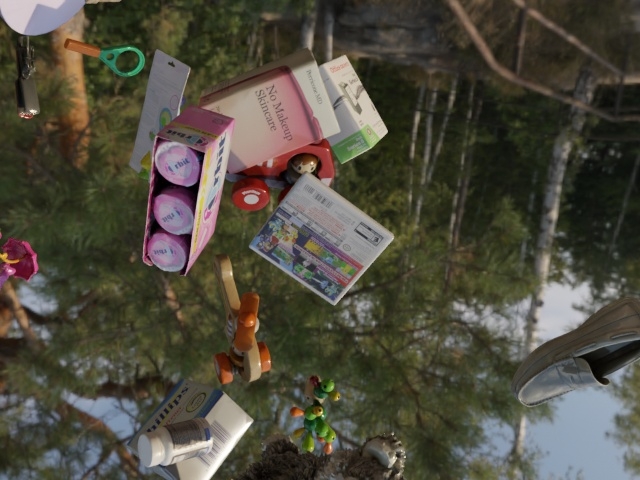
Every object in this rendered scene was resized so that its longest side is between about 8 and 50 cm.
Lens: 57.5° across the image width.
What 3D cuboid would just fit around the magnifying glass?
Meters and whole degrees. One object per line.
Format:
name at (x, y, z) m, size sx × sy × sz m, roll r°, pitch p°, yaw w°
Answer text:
magnifying glass at (-0.590, -0.512, 1.607) m, size 0.026 × 0.092 × 0.231 m, roll 48°, pitch -153°, yaw 25°

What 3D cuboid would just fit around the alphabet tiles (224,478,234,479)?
alphabet tiles at (-0.230, 0.688, 1.449) m, size 0.343 × 0.285 × 0.011 m, roll -25°, pitch -146°, yaw 19°

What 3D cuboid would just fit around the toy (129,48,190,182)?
toy at (-0.294, -0.227, 1.116) m, size 0.056 × 0.237 × 0.137 m, roll 4°, pitch -156°, yaw -46°

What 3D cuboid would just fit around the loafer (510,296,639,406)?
loafer at (0.506, 0.236, 1.130) m, size 0.112 × 0.319 × 0.111 m, roll 31°, pitch -149°, yaw -19°

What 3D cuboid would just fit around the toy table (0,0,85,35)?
toy table at (-0.529, -0.544, 1.083) m, size 0.161 × 0.274 × 0.252 m, roll 46°, pitch -175°, yaw 22°

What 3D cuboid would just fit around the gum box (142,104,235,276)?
gum box at (-0.166, -0.058, 0.727) m, size 0.062 × 0.188 × 0.107 m, roll 18°, pitch -146°, yaw 1°

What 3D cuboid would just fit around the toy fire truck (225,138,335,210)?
toy fire truck at (-0.103, -0.208, 1.529) m, size 0.302 × 0.254 × 0.169 m, roll 8°, pitch -128°, yaw -15°

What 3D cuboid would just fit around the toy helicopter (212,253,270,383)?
toy helicopter at (-0.226, 0.198, 1.549) m, size 0.140 × 0.354 × 0.235 m, roll -12°, pitch 165°, yaw -21°

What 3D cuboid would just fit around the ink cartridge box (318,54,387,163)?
ink cartridge box at (0.065, -0.392, 1.728) m, size 0.115 × 0.272 × 0.198 m, roll -25°, pitch -167°, yaw 30°

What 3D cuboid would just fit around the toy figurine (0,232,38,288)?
toy figurine at (-0.569, 0.044, 1.008) m, size 0.130 × 0.173 × 0.159 m, roll 30°, pitch 171°, yaw 20°

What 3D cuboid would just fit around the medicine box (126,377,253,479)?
medicine box at (-0.391, 0.572, 1.730) m, size 0.289 × 0.149 × 0.263 m, roll -4°, pitch -140°, yaw 52°

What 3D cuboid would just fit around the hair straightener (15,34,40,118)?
hair straightener at (-0.743, -0.435, 1.496) m, size 0.089 × 0.230 × 0.047 m, roll -7°, pitch 174°, yaw 39°

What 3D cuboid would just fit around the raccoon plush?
raccoon plush at (0.010, 0.382, 0.992) m, size 0.299 × 0.216 × 0.446 m, roll -34°, pitch -159°, yaw 4°

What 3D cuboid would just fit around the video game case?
video game case at (0.000, 0.000, 1.073) m, size 0.201 × 0.183 × 0.023 m, roll 35°, pitch -158°, yaw -10°

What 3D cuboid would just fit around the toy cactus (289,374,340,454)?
toy cactus at (-0.018, 0.382, 1.332) m, size 0.112 × 0.218 × 0.180 m, roll 0°, pitch -152°, yaw -6°

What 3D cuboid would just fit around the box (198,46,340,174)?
box at (-0.097, -0.249, 1.123) m, size 0.232 × 0.148 × 0.126 m, roll -21°, pitch -151°, yaw 5°

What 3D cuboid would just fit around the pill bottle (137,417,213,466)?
pill bottle at (-0.299, 0.417, 1.205) m, size 0.137 × 0.078 × 0.078 m, roll 0°, pitch -167°, yaw -42°

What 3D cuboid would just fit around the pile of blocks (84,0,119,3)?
pile of blocks at (-0.380, -0.532, 0.913) m, size 0.362 × 0.149 × 0.113 m, roll 50°, pitch -141°, yaw 7°
